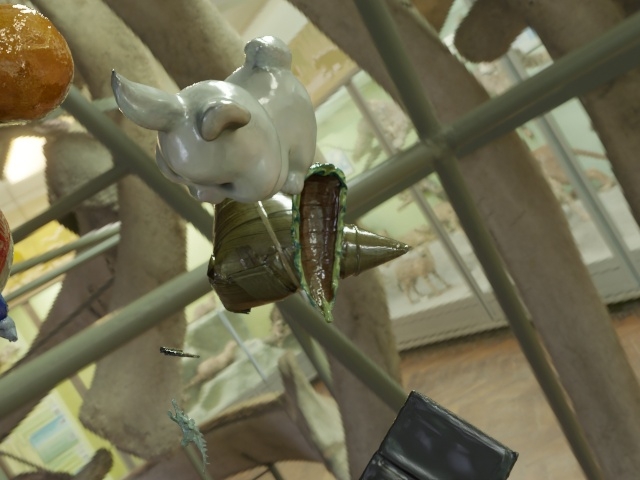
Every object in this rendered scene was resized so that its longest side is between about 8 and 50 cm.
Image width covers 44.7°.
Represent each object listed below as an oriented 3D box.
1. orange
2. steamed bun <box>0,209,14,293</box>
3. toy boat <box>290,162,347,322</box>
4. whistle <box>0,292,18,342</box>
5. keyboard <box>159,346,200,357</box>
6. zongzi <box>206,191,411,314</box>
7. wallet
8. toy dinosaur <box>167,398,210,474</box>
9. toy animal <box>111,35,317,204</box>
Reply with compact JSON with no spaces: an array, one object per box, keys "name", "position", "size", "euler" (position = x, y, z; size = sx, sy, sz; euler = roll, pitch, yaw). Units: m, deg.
[{"name":"orange","position":[-0.626,-0.346,1.538],"size":[0.261,0.261,0.261],"euler":[-31,2,1]},{"name":"steamed bun","position":[-0.820,-0.001,1.653],"size":[0.241,0.374,0.374],"euler":[-30,2,27]},{"name":"toy boat","position":[-0.005,0.002,1.443],"size":[0.109,0.292,0.099],"euler":[-2,5,-24]},{"name":"whistle","position":[-0.350,0.075,0.838],"size":[0.033,0.083,0.029],"euler":[0,30,44]},{"name":"keyboard","position":[-0.325,0.262,1.799],"size":[0.195,0.060,0.018],"euler":[77,-154,-81]},{"name":"zongzi","position":[-0.039,-0.071,1.926],"size":[0.467,0.218,0.500],"euler":[-11,44,4]},{"name":"wallet","position":[0.209,0.497,1.546],"size":[0.323,0.247,0.041],"euler":[-60,-13,1]},{"name":"toy dinosaur","position":[-0.327,0.496,1.978],"size":[0.039,0.209,0.082],"euler":[-33,-20,9]},{"name":"toy animal","position":[-0.136,-0.176,1.118],"size":[0.196,0.241,0.367],"euler":[12,15,18]}]
